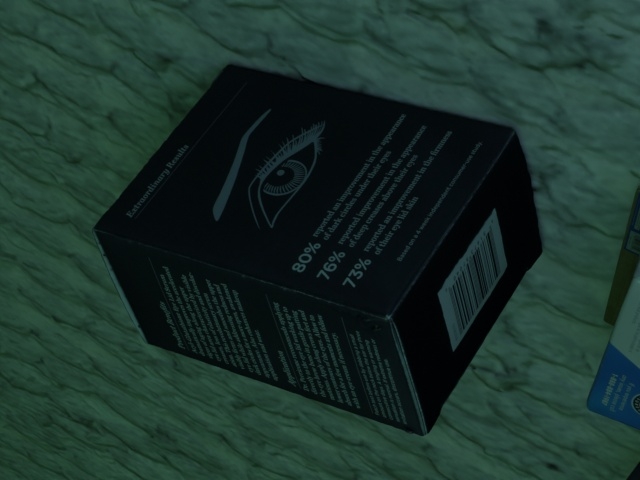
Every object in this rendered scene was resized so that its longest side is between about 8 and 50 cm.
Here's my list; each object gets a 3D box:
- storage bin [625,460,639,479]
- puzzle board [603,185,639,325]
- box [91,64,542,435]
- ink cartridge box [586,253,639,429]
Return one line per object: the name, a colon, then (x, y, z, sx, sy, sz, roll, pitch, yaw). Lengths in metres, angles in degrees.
storage bin: (0.236, 0.158, 1.018, 0.091, 0.135, 0.098, 7, 140, 55)
puzzle board: (0.214, 0.027, 0.970, 0.096, 0.011, 0.128, 26, 147, 18)
box: (0.000, 0.000, 1.006, 0.207, 0.153, 0.108, 17, 144, 31)
ink cartridge box: (0.268, 0.068, 0.893, 0.231, 0.078, 0.134, 21, 146, 10)
